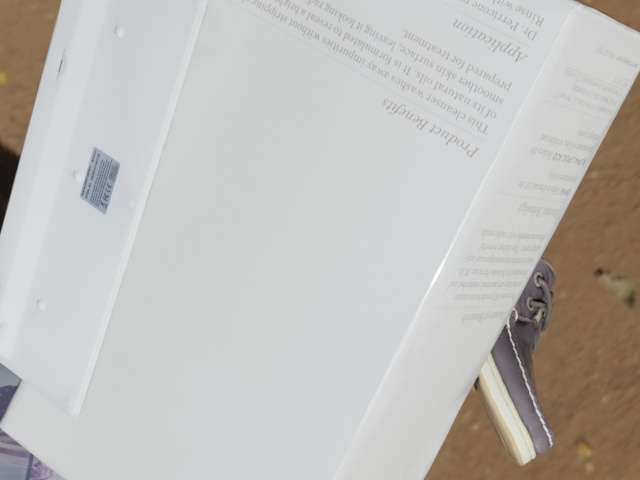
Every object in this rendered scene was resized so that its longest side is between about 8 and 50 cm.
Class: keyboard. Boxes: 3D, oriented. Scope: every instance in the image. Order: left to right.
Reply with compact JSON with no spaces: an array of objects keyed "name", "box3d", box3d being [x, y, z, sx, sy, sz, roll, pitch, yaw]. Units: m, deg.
[{"name":"keyboard","box3d":[-0.109,-0.033,0.738,0.072,0.014,0.256,30,120,17]}]

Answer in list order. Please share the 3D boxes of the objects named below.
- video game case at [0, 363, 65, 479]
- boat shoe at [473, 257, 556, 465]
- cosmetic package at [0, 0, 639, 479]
[{"name":"video game case","box3d":[-0.204,0.141,1.062,0.274,0.196,0.026,3,128,-2]},{"name":"boat shoe","box3d":[0.142,0.037,1.254,0.092,0.103,0.285,-17,60,1]},{"name":"cosmetic package","box3d":[0.000,0.000,0.923,0.217,0.156,0.385,33,104,23]}]
